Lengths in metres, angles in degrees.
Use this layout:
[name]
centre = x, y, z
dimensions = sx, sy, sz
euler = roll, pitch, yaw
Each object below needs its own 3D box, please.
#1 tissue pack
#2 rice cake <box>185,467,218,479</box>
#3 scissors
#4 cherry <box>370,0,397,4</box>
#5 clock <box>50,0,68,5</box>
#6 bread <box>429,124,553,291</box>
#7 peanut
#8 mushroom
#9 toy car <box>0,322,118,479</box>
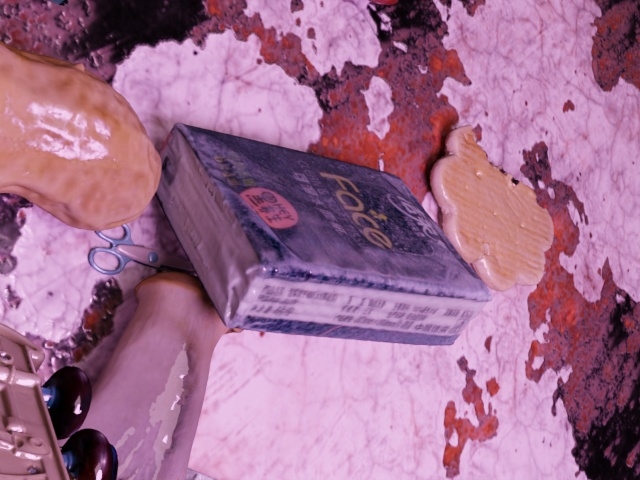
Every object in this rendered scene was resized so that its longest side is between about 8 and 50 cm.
[tissue pack]
centre = 0.000, 0.000, 0.986
dimensions = 0.316, 0.103, 0.228
euler = 10, 36, -41
[rice cake]
centre = -0.080, 0.268, 0.974
dimensions = 0.171, 0.029, 0.033
euler = 29, 70, -33
[scissors]
centre = -0.173, 0.015, 0.947
dimensions = 0.119, 0.014, 0.058
euler = 18, 71, -35
[cherry]
centre = 0.036, -0.383, 1.158
dimensions = 0.225, 0.090, 0.107
euler = 51, 55, -23
[clock]
centre = -0.281, -0.281, 0.887
dimensions = 0.135, 0.041, 0.101
euler = 43, 56, -28
[bread]
centre = 0.230, -0.030, 1.302
dimensions = 0.251, 0.039, 0.181
euler = 41, 58, -29
[peanut]
centre = -0.267, -0.099, 0.807
dimensions = 0.313, 0.149, 0.149
euler = 19, 70, -43
[mushroom]
centre = -0.174, 0.165, 0.846
dimensions = 0.159, 0.122, 0.328
euler = 46, 54, -39
[toy car]
centre = -0.287, 0.179, 0.692
dimensions = 0.204, 0.248, 0.198
euler = 23, 105, -36
